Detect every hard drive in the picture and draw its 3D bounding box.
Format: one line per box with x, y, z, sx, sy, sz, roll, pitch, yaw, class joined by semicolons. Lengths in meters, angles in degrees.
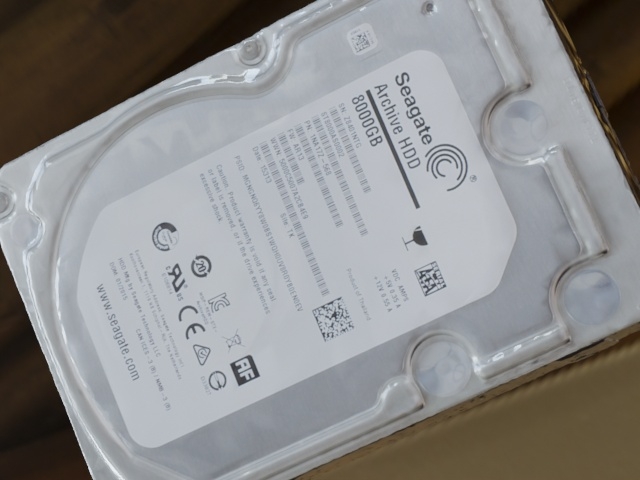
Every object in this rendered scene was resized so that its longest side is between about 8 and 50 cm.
0.000;0.000;0.995;0.339;0.064;0.237;-25;-101;14;hard drive
